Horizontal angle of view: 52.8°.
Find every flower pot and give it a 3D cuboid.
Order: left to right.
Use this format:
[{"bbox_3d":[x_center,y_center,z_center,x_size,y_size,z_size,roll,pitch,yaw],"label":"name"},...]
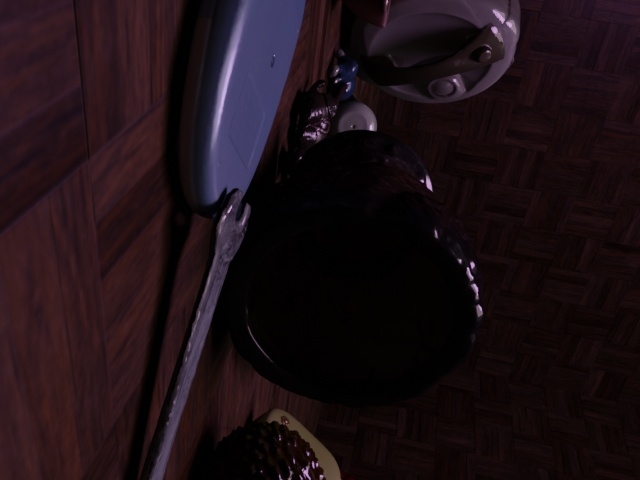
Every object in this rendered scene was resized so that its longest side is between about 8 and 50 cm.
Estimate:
[{"bbox_3d":[0.041,0.007,0.740,0.267,0.267,0.266,-79,177,-57],"label":"flower pot"}]

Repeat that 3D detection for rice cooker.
[{"bbox_3d":[0.216,-0.451,1.253,0.335,0.336,0.325,89,10,-66],"label":"rice cooker"}]

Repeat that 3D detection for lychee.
[{"bbox_3d":[-0.068,0.290,0.739,0.171,0.171,0.171,11,90,-84],"label":"lychee"}]

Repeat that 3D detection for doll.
[{"bbox_3d":[-0.014,-0.145,0.907,0.165,0.057,0.139,-58,162,-62],"label":"doll"},{"bbox_3d":[0.039,-0.292,1.170,0.083,0.051,0.076,98,11,-48],"label":"doll"}]

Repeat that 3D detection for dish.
[{"bbox_3d":[0.074,-0.449,1.005,0.213,0.091,0.213,9,90,-86],"label":"dish"}]

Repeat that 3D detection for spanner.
[{"bbox_3d":[-0.106,0.105,0.496,0.071,0.018,0.301,21,86,-83],"label":"spanner"}]

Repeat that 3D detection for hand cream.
[{"bbox_3d":[0.057,-0.240,1.341,0.306,0.093,0.147,-98,-163,-78],"label":"hand cream"}]

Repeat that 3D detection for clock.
[{"bbox_3d":[-0.064,0.378,0.966,0.069,0.170,0.232,-38,-170,29],"label":"clock"}]

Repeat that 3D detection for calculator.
[{"bbox_3d":[-0.054,-0.164,0.514,0.188,0.042,0.302,67,38,-79],"label":"calculator"}]

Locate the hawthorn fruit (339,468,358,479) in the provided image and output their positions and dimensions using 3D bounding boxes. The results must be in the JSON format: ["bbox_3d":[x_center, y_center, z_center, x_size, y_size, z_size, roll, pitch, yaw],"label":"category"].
[{"bbox_3d":[-0.034,0.547,1.133,0.307,0.265,0.265,-60,-179,21],"label":"hawthorn fruit"}]
